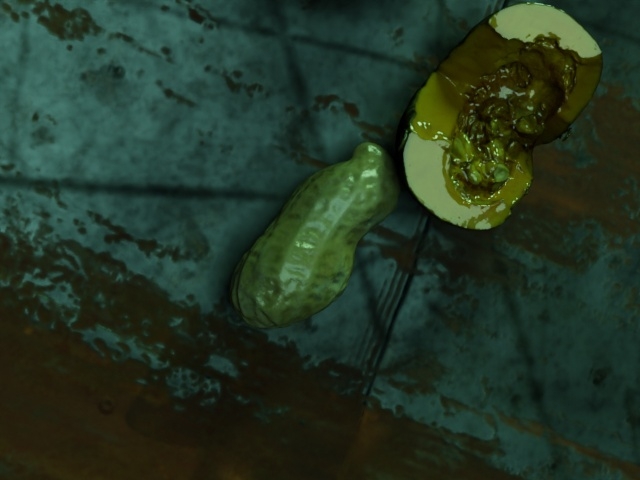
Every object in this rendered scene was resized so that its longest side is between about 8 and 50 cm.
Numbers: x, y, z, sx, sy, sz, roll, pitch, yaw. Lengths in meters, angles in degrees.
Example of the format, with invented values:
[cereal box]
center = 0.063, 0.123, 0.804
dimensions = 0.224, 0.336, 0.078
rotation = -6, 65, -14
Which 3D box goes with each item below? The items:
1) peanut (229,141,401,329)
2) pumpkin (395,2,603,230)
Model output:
[peanut]
center = 0.000, 0.000, 1.363
dimensions = 0.080, 0.080, 0.174
rotation = 43, 78, -15
[pumpkin]
center = 0.131, -0.096, 1.382
dimensions = 0.119, 0.107, 0.183
rotation = 39, 87, -13
